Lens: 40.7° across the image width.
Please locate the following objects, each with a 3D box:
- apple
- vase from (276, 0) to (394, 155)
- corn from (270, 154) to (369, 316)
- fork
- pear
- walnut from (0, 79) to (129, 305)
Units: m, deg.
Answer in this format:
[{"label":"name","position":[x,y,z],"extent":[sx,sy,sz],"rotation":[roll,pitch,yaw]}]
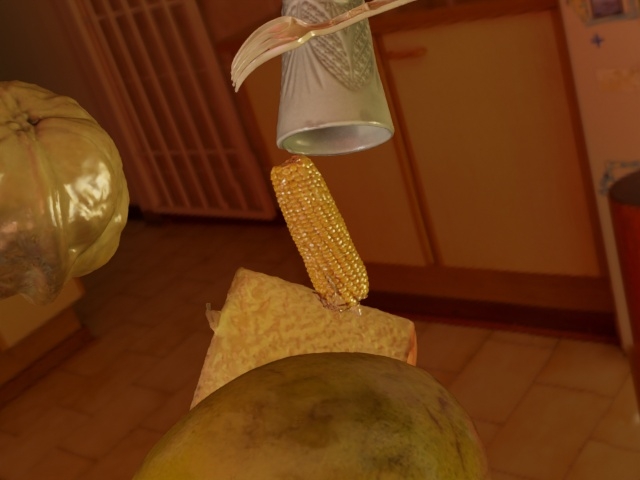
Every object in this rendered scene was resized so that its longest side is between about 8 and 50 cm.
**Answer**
[{"label":"apple","position":[-0.059,0.191,0.985],"extent":[0.314,0.309,0.252],"rotation":[-21,58,-30]},{"label":"vase","position":[0.003,-0.187,0.710],"extent":[0.096,0.219,0.096],"rotation":[-5,-7,-1]},{"label":"corn","position":[0.000,0.000,0.410],"extent":[0.028,0.083,0.027],"rotation":[-33,14,-34]},{"label":"fork","position":[0.033,-0.162,0.602],"extent":[0.219,0.028,0.034],"rotation":[-23,42,7]},{"label":"pear","position":[-0.004,0.213,0.648],"extent":[0.307,0.253,0.253],"rotation":[-10,15,-36]},{"label":"walnut","position":[-0.378,-0.052,1.056],"extent":[0.282,0.253,0.277],"rotation":[-52,-5,-39]}]
